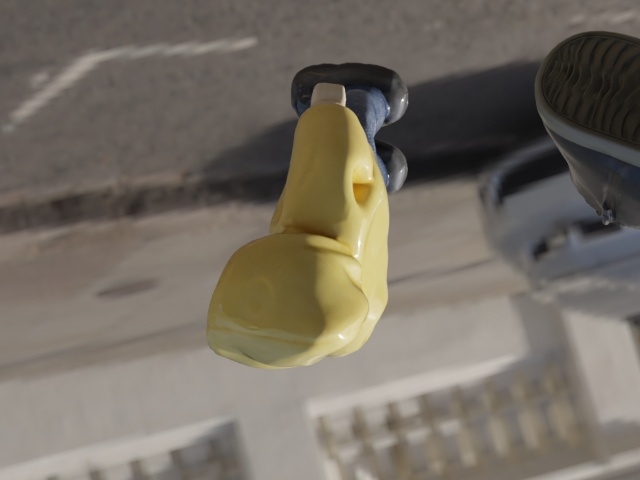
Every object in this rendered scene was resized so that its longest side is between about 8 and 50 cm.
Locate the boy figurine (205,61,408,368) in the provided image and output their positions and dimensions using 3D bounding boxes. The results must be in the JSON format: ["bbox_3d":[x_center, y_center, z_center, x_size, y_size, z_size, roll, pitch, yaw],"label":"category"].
[{"bbox_3d":[0.000,0.000,1.178,0.092,0.177,0.285,5,-148,10],"label":"boy figurine"}]

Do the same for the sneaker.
[{"bbox_3d":[0.221,-0.030,0.988,0.083,0.222,0.118,-55,154,-11],"label":"sneaker"}]
